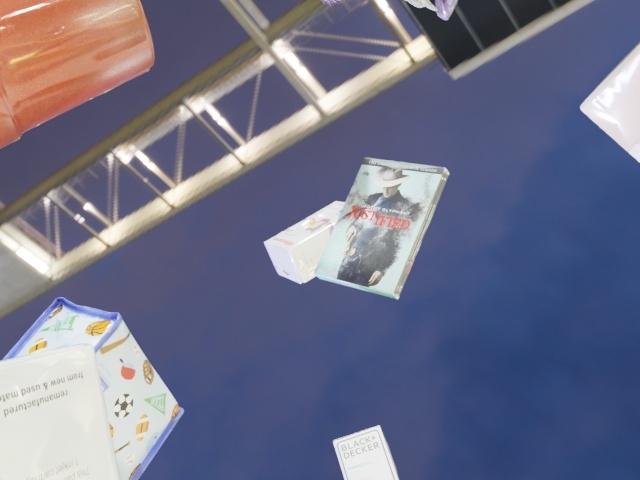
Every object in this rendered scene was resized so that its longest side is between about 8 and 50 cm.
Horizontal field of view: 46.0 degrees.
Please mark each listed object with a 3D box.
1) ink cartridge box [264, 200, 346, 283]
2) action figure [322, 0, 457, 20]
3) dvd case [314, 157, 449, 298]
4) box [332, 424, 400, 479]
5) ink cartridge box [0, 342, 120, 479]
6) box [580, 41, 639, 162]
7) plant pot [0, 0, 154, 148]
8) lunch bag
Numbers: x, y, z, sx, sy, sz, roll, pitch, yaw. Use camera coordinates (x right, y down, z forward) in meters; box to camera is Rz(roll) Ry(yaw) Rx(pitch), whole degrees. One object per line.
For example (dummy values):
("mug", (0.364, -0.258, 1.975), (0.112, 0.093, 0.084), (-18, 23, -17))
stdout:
("ink cartridge box", (0.000, 0.000, 0.980), (0.122, 0.052, 0.088), (-32, -162, -19))
("action figure", (0.007, -0.284, 0.712), (0.185, 0.285, 0.099), (60, -39, 37))
("dvd case", (0.052, -0.014, 0.649), (0.087, 0.013, 0.119), (13, -109, 39))
("box", (0.114, 0.480, 1.286), (0.087, 0.169, 0.290), (-20, -120, 1))
("ink cartridge box", (-0.289, 0.301, 0.558), (0.285, 0.395, 0.166), (-13, 177, 21))
("box", (0.408, -0.210, 0.710), (0.148, 0.121, 0.311), (-41, 172, -35))
("plant pot", (-0.376, -0.270, 0.969), (0.265, 0.272, 0.272), (-26, -152, -18))
("lunch bag", (-0.483, 0.365, 1.442), (0.239, 0.328, 0.385), (7, -135, 32))
